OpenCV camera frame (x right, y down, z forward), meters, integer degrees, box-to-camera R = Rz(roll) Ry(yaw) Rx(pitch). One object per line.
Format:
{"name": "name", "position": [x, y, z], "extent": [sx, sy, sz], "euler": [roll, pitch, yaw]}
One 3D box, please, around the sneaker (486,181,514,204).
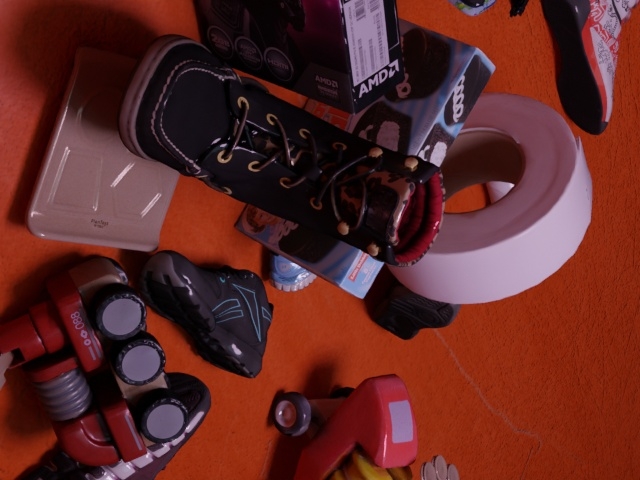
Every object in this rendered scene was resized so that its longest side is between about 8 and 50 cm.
{"name": "sneaker", "position": [0.291, -0.023, 2.251], "extent": [0.095, 0.090, 0.235], "euler": [-47, 138, -4]}

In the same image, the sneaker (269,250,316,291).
{"name": "sneaker", "position": [0.000, 0.000, 1.959], "extent": [0.162, 0.063, 0.073], "euler": [-35, 130, -30]}

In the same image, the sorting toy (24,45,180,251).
{"name": "sorting toy", "position": [-0.224, -0.097, 1.682], "extent": [0.193, 0.038, 0.208], "euler": [8, 101, -50]}

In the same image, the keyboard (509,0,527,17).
{"name": "keyboard", "position": [0.277, -0.346, 2.021], "extent": [0.108, 0.023, 0.180], "euler": [-62, 175, -8]}

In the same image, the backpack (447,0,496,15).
{"name": "backpack", "position": [0.197, -0.346, 1.943], "extent": [0.114, 0.105, 0.084], "euler": [-34, 156, -34]}

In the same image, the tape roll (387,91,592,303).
{"name": "tape roll", "position": [0.200, -0.057, 1.966], "extent": [0.286, 0.286, 0.100], "euler": [-45, 137, -20]}

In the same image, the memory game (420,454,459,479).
{"name": "memory game", "position": [0.162, 0.375, 2.026], "extent": [0.186, 0.012, 0.186], "euler": [35, 49, -54]}

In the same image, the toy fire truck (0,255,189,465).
{"name": "toy fire truck", "position": [-0.289, 0.166, 1.686], "extent": [0.246, 0.158, 0.217], "euler": [-24, 117, -10]}

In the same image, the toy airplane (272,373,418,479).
{"name": "toy airplane", "position": [0.030, 0.413, 2.067], "extent": [0.386, 0.272, 0.384], "euler": [-44, 138, -22]}

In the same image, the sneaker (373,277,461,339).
{"name": "sneaker", "position": [0.146, 0.055, 2.069], "extent": [0.130, 0.087, 0.227], "euler": [-62, -176, -15]}

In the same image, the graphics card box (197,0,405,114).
{"name": "graphics card box", "position": [-0.041, -0.330, 1.585], "extent": [0.094, 0.233, 0.370], "euler": [-39, 137, -32]}

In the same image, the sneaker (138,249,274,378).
{"name": "sneaker", "position": [-0.132, 0.068, 1.846], "extent": [0.106, 0.101, 0.267], "euler": [-63, 150, -18]}

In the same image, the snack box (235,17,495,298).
{"name": "snack box", "position": [0.051, -0.110, 1.851], "extent": [0.060, 0.187, 0.322], "euler": [33, 86, -51]}

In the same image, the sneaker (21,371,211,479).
{"name": "sneaker", "position": [-0.240, 0.285, 1.850], "extent": [0.281, 0.106, 0.162], "euler": [-36, 142, -16]}

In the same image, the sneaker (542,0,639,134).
{"name": "sneaker", "position": [0.409, -0.287, 2.215], "extent": [0.145, 0.090, 0.270], "euler": [-40, 134, -21]}

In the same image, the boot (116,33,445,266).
{"name": "boot", "position": [-0.032, -0.086, 1.627], "extent": [0.138, 0.284, 0.377], "euler": [-65, 162, -5]}
